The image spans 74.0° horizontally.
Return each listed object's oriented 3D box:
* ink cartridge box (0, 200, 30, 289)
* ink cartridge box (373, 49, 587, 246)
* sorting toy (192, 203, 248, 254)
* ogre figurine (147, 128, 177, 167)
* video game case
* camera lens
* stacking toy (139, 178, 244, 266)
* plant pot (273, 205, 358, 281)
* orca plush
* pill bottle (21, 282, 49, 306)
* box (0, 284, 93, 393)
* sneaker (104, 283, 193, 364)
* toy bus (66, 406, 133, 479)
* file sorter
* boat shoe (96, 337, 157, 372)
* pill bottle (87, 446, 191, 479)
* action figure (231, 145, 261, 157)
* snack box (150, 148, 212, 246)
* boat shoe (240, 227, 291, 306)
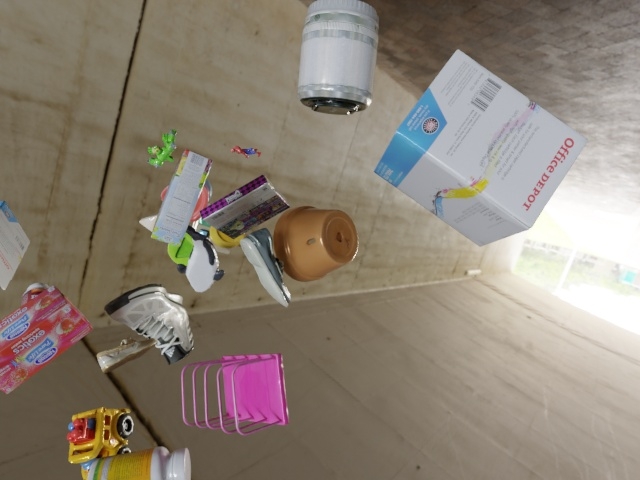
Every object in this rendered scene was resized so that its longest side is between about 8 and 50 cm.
[{"bbox_3d":[-0.622,0.014,0.795,0.062,0.104,0.181,-17,-147,-11],"label":"ink cartridge box"},{"bbox_3d":[0.277,-0.154,0.785,0.270,0.198,0.197,37,169,3],"label":"ink cartridge box"},{"bbox_3d":[-0.447,-0.049,1.790,0.348,0.195,0.047,16,-170,-8],"label":"sorting toy"},{"bbox_3d":[-0.717,-0.410,1.939,0.118,0.197,0.096,54,176,43],"label":"ogre figurine"},{"bbox_3d":[-0.234,-0.100,1.358,0.041,0.232,0.210,63,-173,22],"label":"video game case"},{"bbox_3d":[0.050,-0.515,1.225,0.220,0.274,0.219,5,-172,-1],"label":"camera lens"},{"bbox_3d":[-0.457,-0.075,1.537,0.309,0.280,0.130,53,-172,-23],"label":"stacking toy"},{"bbox_3d":[0.000,0.000,1.565,0.291,0.290,0.204,9,165,-44],"label":"plant pot"},{"bbox_3d":[-0.402,0.047,1.420,0.151,0.287,0.102,-5,-135,3],"label":"orca plush"},{"bbox_3d":[-0.849,0.194,1.276,0.086,0.086,0.152,11,-158,-37],"label":"pill bottle"},{"bbox_3d":[-0.786,0.264,1.155,0.123,0.128,0.257,28,-122,37],"label":"box"},{"bbox_3d":[-0.572,0.313,1.533,0.257,0.169,0.447,59,180,14],"label":"sneaker"},{"bbox_3d":[-0.714,0.640,1.336,0.150,0.220,0.211,-15,149,5],"label":"toy bus"},{"bbox_3d":[-0.268,0.460,1.282,0.291,0.202,0.182,-16,167,42],"label":"file sorter"},{"bbox_3d":[-0.519,0.292,1.144,0.059,0.063,0.170,51,-155,10],"label":"boat shoe"},{"bbox_3d":[-0.493,0.653,1.174,0.246,0.136,0.136,-7,-166,-9],"label":"pill bottle"},{"bbox_3d":[-0.252,-0.296,1.417,0.115,0.030,0.038,-3,-133,-53],"label":"action figure"},{"bbox_3d":[-0.326,-0.094,0.987,0.070,0.207,0.174,20,175,-21],"label":"snack box"},{"bbox_3d":[-0.159,0.096,1.439,0.116,0.099,0.319,19,143,47],"label":"boat shoe"}]
